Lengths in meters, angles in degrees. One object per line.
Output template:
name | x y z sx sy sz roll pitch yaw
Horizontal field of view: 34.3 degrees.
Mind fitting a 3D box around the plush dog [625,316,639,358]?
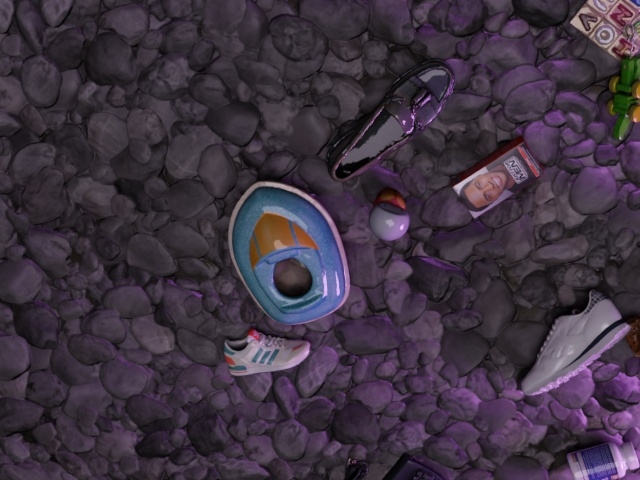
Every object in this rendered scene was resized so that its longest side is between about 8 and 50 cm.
plush dog | 0.656 0.183 1.782 0.225 0.210 0.262 -45 74 31

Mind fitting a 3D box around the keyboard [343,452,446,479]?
keyboard | 0.091 0.537 2.001 0.201 0.033 0.317 32 108 -8

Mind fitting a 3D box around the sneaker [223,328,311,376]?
sneaker | -0.100 0.194 1.871 0.161 0.057 0.075 -12 115 11

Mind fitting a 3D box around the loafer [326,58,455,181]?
loafer | 0.118 -0.187 1.704 0.267 0.084 0.096 -42 102 16

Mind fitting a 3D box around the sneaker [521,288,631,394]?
sneaker | 0.436 0.187 1.832 0.235 0.090 0.095 -45 70 26

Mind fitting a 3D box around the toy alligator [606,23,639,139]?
toy alligator | 0.506 -0.257 1.675 0.051 0.056 0.190 -15 116 -34

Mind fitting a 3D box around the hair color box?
hair color box | 0.298 -0.107 1.745 0.141 0.043 0.072 -34 106 15

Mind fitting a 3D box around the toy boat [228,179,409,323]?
toy boat | 0.000 0.000 1.746 0.318 0.148 0.268 -23 107 12

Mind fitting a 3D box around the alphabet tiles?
alphabet tiles | 0.517 -0.406 1.641 0.198 0.009 0.237 35 108 -9

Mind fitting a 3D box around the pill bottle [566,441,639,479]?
pill bottle | 0.520 0.410 1.908 0.120 0.067 0.067 -18 108 10
